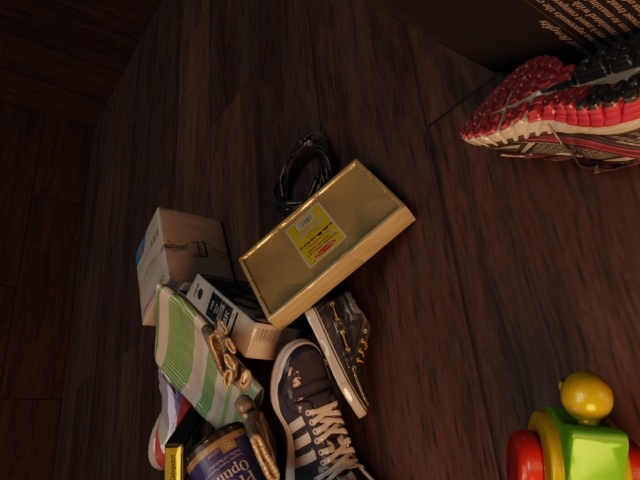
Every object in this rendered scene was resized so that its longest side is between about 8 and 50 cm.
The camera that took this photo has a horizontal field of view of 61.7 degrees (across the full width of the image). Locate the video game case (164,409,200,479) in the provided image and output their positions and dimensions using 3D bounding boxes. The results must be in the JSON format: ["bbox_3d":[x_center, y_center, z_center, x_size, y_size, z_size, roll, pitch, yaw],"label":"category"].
[{"bbox_3d":[-0.259,0.479,1.025,0.275,0.035,0.248,135,134,-81],"label":"video game case"}]

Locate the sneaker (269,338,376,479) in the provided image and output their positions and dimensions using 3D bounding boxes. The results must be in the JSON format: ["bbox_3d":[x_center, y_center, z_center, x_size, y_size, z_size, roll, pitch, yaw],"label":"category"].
[{"bbox_3d":[0.011,0.286,0.753,0.153,0.099,0.282,9,107,57],"label":"sneaker"}]

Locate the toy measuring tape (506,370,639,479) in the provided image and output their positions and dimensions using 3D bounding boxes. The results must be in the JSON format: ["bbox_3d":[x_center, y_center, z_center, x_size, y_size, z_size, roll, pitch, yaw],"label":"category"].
[{"bbox_3d":[0.230,0.272,0.500,0.121,0.121,0.330,17,110,56],"label":"toy measuring tape"}]

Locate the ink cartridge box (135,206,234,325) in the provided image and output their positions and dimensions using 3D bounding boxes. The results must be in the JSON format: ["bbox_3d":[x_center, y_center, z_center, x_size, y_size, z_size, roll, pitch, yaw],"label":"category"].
[{"bbox_3d":[-0.327,0.072,1.281,0.171,0.168,0.233,-53,41,32],"label":"ink cartridge box"}]

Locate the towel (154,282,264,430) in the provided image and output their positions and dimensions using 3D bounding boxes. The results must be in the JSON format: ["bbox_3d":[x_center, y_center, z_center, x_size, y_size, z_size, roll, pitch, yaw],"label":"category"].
[{"bbox_3d":[-0.234,0.258,1.056,0.325,0.038,0.248,41,133,31],"label":"towel"}]

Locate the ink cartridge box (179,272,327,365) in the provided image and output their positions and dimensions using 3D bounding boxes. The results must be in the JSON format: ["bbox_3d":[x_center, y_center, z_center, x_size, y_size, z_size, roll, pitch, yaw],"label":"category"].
[{"bbox_3d":[-0.128,0.128,0.983,0.332,0.165,0.065,22,96,54],"label":"ink cartridge box"}]

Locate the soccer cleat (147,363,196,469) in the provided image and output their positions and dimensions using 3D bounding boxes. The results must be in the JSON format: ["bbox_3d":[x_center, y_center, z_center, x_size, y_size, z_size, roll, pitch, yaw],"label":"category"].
[{"bbox_3d":[-0.321,0.367,1.253,0.116,0.108,0.318,-10,68,32],"label":"soccer cleat"}]

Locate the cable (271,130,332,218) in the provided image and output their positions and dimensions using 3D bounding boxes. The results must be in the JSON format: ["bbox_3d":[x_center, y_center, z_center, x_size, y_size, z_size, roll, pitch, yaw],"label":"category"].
[{"bbox_3d":[-0.034,-0.112,1.044,0.184,0.047,0.151,-46,50,34],"label":"cable"}]

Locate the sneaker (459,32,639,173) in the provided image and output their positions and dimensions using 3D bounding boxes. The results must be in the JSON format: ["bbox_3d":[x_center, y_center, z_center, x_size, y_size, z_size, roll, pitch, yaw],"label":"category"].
[{"bbox_3d":[0.262,-0.122,0.567,0.121,0.112,0.299,-51,22,-5],"label":"sneaker"}]

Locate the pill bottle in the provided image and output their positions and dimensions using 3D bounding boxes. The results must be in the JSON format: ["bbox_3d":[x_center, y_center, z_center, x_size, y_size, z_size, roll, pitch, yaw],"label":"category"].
[{"bbox_3d":[-0.121,0.422,0.877,0.219,0.122,0.123,50,122,26],"label":"pill bottle"}]

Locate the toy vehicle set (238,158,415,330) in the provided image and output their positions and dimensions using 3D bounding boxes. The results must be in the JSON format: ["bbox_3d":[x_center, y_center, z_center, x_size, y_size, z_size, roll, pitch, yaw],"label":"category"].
[{"bbox_3d":[0.000,0.000,0.854,0.267,0.035,0.166,-40,41,5],"label":"toy vehicle set"}]

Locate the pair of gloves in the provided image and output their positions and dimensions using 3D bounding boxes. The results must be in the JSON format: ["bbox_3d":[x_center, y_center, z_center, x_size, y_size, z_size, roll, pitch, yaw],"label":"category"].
[{"bbox_3d":[-0.117,0.234,0.816,0.240,0.042,0.204,65,165,7],"label":"pair of gloves"}]

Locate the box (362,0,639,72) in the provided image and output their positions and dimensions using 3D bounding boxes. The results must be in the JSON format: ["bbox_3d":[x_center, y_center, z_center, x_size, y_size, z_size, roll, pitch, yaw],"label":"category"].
[{"bbox_3d":[0.304,-0.427,0.434,0.471,0.297,0.480,20,96,54],"label":"box"}]

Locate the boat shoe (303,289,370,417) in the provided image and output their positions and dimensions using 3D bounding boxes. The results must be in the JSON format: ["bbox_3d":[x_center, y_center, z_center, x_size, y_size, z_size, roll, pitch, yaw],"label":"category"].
[{"bbox_3d":[0.048,0.167,0.809,0.065,0.083,0.183,90,155,-77],"label":"boat shoe"}]
